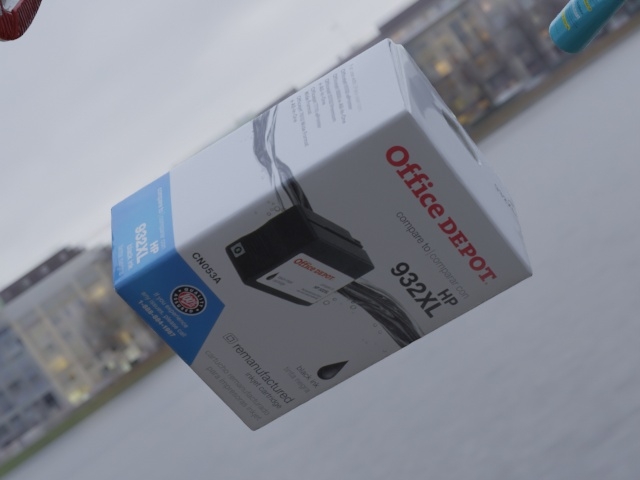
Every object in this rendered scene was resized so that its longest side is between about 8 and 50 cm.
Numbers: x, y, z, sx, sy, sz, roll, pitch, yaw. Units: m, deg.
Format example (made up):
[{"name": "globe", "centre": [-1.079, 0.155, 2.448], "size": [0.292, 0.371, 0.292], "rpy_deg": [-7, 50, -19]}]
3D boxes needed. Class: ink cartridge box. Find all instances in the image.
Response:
[{"name": "ink cartridge box", "centre": [0.000, 0.000, 1.596], "size": [0.307, 0.223, 0.129], "rpy_deg": [-31, 33, 15]}]

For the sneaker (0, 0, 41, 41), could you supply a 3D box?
[{"name": "sneaker", "centre": [-0.243, -0.196, 1.228], "size": [0.128, 0.087, 0.221], "rpy_deg": [0, 20, 12]}]

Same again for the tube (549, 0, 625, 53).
[{"name": "tube", "centre": [0.348, -0.304, 2.147], "size": [0.052, 0.080, 0.207], "rpy_deg": [2, -31, -26]}]
